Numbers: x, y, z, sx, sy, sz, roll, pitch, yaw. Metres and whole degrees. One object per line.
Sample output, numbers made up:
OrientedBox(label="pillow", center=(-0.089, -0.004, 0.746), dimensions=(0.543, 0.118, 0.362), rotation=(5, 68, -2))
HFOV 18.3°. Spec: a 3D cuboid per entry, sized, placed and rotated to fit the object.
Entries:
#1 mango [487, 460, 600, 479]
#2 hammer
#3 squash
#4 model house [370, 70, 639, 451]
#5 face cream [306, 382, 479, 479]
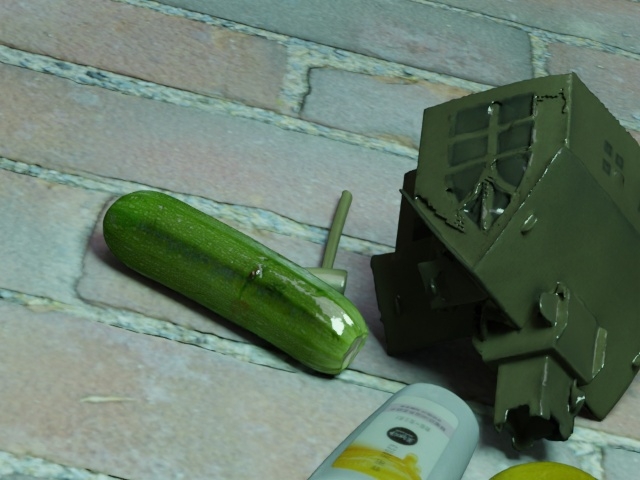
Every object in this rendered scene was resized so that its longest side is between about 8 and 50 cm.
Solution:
OrientedBox(label="mango", center=(0.165, 0.223, 1.199), dimensions=(0.137, 0.091, 0.237), rotation=(-1, 36, -26))
OrientedBox(label="hammer", center=(0.000, 0.000, 1.607), dimensions=(0.060, 0.028, 0.195), rotation=(10, 24, 3))
OrientedBox(label="squash", center=(-0.066, 0.027, 1.471), dimensions=(0.229, 0.066, 0.066), rotation=(29, 30, 22))
OrientedBox(label="model house", center=(0.139, 0.043, 1.454), dimensions=(0.204, 0.211, 0.243), rotation=(-16, 48, 30))
OrientedBox(label="face cream", center=(0.041, 0.158, 1.286), dimensions=(0.084, 0.057, 0.198), rotation=(22, 27, 14))
